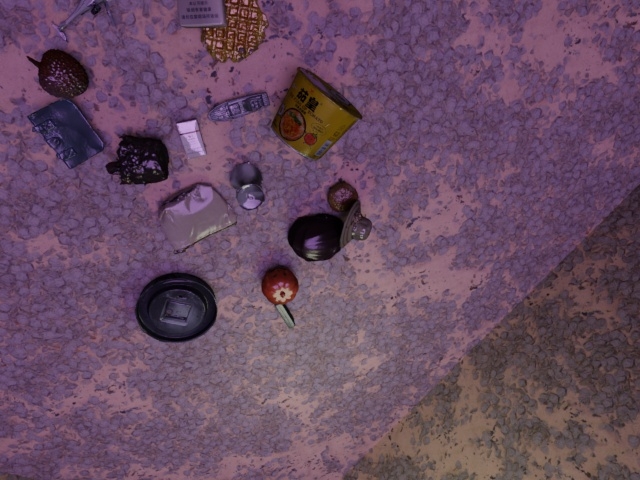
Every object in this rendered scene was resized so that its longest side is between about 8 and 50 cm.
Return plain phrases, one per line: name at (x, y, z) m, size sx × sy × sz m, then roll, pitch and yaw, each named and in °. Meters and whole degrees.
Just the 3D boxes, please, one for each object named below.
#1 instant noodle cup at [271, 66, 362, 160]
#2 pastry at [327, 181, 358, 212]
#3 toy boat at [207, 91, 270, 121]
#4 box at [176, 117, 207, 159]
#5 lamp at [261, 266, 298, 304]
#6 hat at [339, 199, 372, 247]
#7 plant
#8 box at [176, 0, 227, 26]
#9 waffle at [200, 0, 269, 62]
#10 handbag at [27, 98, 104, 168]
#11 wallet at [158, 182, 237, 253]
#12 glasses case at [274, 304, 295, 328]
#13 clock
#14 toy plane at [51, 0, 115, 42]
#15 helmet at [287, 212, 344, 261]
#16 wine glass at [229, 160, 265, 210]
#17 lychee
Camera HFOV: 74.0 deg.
instant noodle cup at (-0.030, -0.499, 1.726) m, size 0.326 × 0.325 × 0.254 m, roll 27°, pitch 117°, yaw -26°
pastry at (0.106, -0.205, 2.032) m, size 0.154 × 0.081 × 0.153 m, roll -8°, pitch 122°, yaw -13°
toy boat at (-0.335, -0.541, 1.734) m, size 0.261 × 0.085 × 0.078 m, roll -19°, pitch 121°, yaw -5°
box at (-0.535, -0.423, 1.768) m, size 0.084 × 0.040 × 0.154 m, roll -13°, pitch 119°, yaw -5°
lamp at (-0.201, 0.233, 2.128) m, size 0.188 × 0.164 × 0.187 m, roll -8°, pitch 120°, yaw -13°
hat at (0.188, -0.059, 2.024) m, size 0.110 × 0.252 × 0.251 m, roll 20°, pitch 115°, yaw 16°
plant at (-0.727, -0.316, 1.693) m, size 0.234 × 0.204 × 0.178 m, roll -2°, pitch 79°, yaw 0°
box at (-0.425, -0.894, 1.494) m, size 0.168 × 0.071 × 0.259 m, roll -1°, pitch 110°, yaw 5°
waffle at (-0.337, -0.825, 1.605) m, size 0.281 × 0.060 × 0.262 m, roll -36°, pitch 117°, yaw 3°
handbag at (-0.957, -0.401, 1.602) m, size 0.179 × 0.062 × 0.229 m, roll -43°, pitch 128°, yaw -25°
wallet at (-0.565, -0.103, 1.916) m, size 0.336 × 0.068 × 0.274 m, roll -28°, pitch 124°, yaw -8°
glasses case at (-0.191, 0.380, 2.255) m, size 0.040 × 0.077 × 0.184 m, roll -26°, pitch 120°, yaw 1°
clock at (-0.703, 0.334, 2.094) m, size 0.387 × 0.076 × 0.385 m, roll -7°, pitch 118°, yaw -13°
toy plane at (-0.817, -0.810, 1.454) m, size 0.273 × 0.107 × 0.181 m, roll -19°, pitch 115°, yaw 0°
helmet at (0.000, 0.000, 2.057) m, size 0.306 × 0.177 × 0.224 m, roll -6°, pitch 116°, yaw -11°
wine glass at (-0.309, -0.228, 1.819) m, size 0.156 × 0.232 × 0.156 m, roll -6°, pitch 119°, yaw -12°
lychee at (-0.929, -0.590, 1.502) m, size 0.198 × 0.165 × 0.165 m, roll 14°, pitch 113°, yaw -34°
